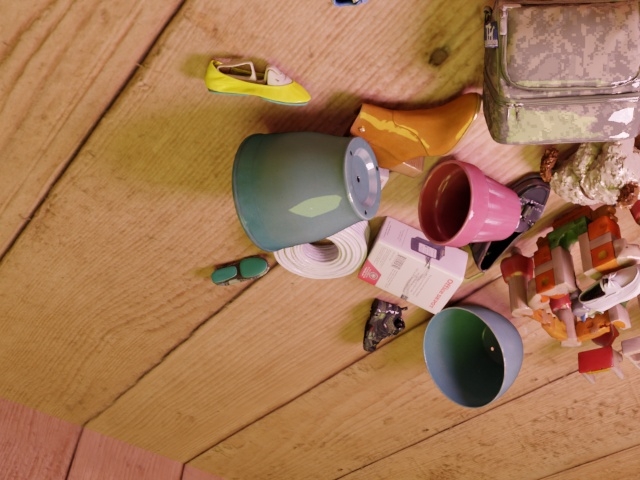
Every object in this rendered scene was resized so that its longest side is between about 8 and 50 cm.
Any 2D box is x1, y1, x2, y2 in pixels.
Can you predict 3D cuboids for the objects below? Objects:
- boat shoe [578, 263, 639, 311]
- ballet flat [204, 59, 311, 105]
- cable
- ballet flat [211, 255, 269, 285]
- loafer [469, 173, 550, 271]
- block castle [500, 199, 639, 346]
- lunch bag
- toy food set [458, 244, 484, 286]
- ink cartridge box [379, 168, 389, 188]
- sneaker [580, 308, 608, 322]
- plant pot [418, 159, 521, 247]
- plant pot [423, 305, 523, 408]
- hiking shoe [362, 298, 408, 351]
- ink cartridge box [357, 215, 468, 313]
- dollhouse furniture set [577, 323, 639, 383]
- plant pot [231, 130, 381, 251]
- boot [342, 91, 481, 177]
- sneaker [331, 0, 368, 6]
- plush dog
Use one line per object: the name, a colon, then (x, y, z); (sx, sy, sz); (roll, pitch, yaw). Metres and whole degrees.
boat shoe: (0.653, 0.101, 1.689); (0.063, 0.066, 0.184); (16, 152, -17)
ballet flat: (-0.132, -0.340, 1.601); (0.231, 0.077, 0.077); (8, 123, 1)
cable: (0.000, 0.000, 1.966); (0.257, 0.089, 0.257); (32, 134, -26)
ballet flat: (-0.218, 0.088, 2.134); (0.189, 0.070, 0.070); (-11, 137, 22)
loafer: (0.471, -0.034, 1.853); (0.109, 0.095, 0.302); (17, 138, -15)
block castle: (0.698, 0.065, 1.861); (0.303, 0.212, 0.453); (29, 137, -30)
lunch bag: (0.457, -0.333, 1.432); (0.305, 0.212, 0.256); (-1, 121, 6)
toy food set: (0.345, 0.041, 2.015); (0.132, 0.038, 0.192); (-26, 119, 26)
ink cartridge box: (0.093, -0.155, 1.799); (0.123, 0.052, 0.088); (15, 139, -12)
sneaker: (0.794, 0.163, 2.055); (0.080, 0.081, 0.211); (28, 134, -21)
plant pot: (0.358, -0.076, 1.764); (0.180, 0.201, 0.201); (9, 143, -28)
plant pot: (0.468, 0.315, 2.167); (0.195, 0.290, 0.290); (-10, 154, -40)
hiking shoe: (0.193, 0.268, 2.259); (0.114, 0.086, 0.226); (11, 139, 0)
ink cartridge box: (0.240, 0.067, 1.967); (0.237, 0.100, 0.172); (25, 139, 0)
dollhouse furniture set: (0.873, 0.240, 2.056); (0.374, 0.201, 0.152); (-22, 133, 38)
plant pot: (-0.014, -0.122, 1.659); (0.255, 0.271, 0.271); (-7, 139, 27)
boot: (0.185, -0.252, 1.632); (0.211, 0.104, 0.295); (23, 141, -19)
sneaker: (0.083, -0.473, 1.419); (0.144, 0.059, 0.053); (-11, 135, 18)
plush dog: (0.613, -0.141, 1.663); (0.262, 0.210, 0.225); (27, 159, -23)
